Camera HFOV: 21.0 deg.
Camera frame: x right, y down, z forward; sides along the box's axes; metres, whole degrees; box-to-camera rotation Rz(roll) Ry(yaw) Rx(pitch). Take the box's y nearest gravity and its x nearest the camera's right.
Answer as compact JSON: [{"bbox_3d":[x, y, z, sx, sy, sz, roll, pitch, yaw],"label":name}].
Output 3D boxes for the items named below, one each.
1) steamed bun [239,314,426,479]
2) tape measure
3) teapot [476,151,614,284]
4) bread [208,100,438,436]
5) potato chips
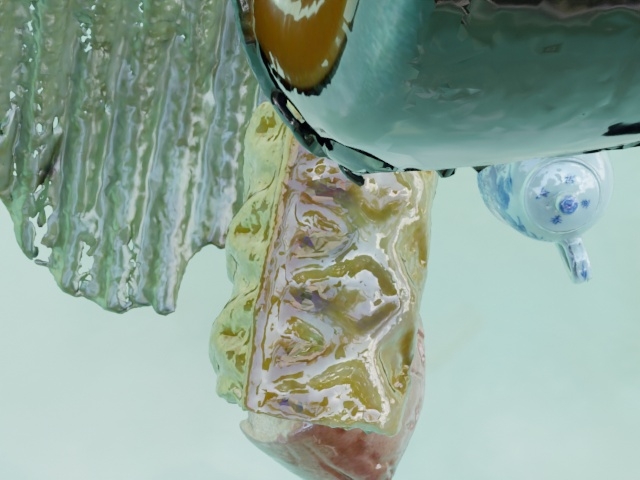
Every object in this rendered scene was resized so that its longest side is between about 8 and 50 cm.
[{"bbox_3d":[0.009,0.099,1.284,0.145,0.106,0.175,42,47,-45],"label":"steamed bun"},{"bbox_3d":[0.034,-0.116,0.387,0.135,0.223,0.202,-8,75,-10],"label":"tape measure"},{"bbox_3d":[0.265,-0.060,1.951,0.159,0.159,0.232,-27,115,-23],"label":"teapot"},{"bbox_3d":[0.000,0.000,1.027,0.128,0.088,0.232,2,68,19],"label":"bread"},{"bbox_3d":[-0.161,-0.130,1.737,0.373,0.097,0.389,-19,111,-6],"label":"potato chips"}]
